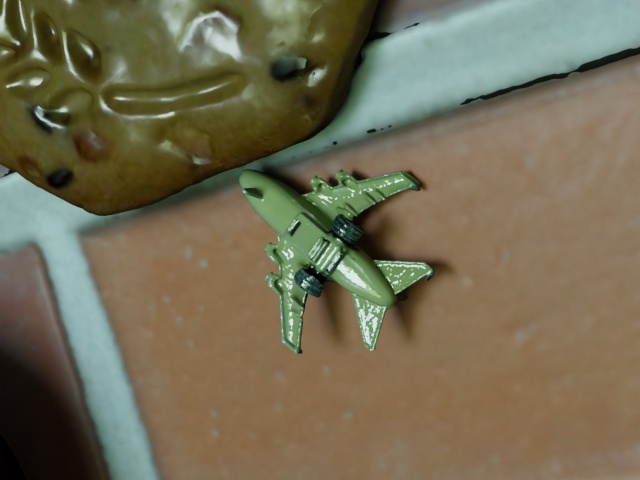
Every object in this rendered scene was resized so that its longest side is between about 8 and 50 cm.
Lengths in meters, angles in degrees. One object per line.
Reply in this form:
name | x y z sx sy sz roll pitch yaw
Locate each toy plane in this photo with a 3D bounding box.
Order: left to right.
toy plane | 0.000 0.000 0.830 0.111 0.040 0.102 40 101 18

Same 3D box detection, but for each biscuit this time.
biscuit | -0.115 -0.186 0.840 0.359 0.046 0.359 9 110 25

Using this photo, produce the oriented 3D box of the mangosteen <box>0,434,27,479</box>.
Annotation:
mangosteen | -0.304 0.171 0.943 0.347 0.307 0.306 53 129 48
